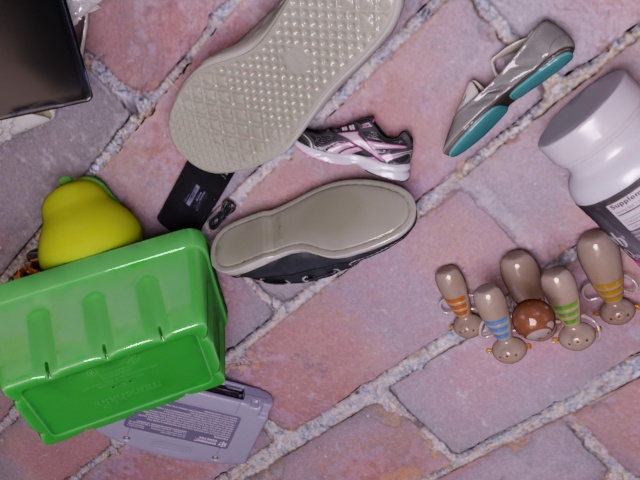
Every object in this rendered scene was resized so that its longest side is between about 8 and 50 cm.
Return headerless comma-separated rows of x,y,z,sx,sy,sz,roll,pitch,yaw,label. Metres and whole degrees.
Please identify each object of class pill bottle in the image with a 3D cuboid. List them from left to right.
0.415,-0.066,0.809,0.278,0.162,0.162,43,120,-5,pill bottle

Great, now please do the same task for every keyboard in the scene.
-0.192,-0.067,1.078,0.108,0.023,0.180,38,121,4,keyboard

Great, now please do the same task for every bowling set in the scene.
0.294,0.115,0.921,0.287,0.200,0.154,-15,111,27,bowling set

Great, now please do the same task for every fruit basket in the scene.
-0.353,0.086,1.070,0.393,0.392,0.282,8,137,14,fruit basket

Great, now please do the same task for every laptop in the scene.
-0.565,-0.342,0.931,0.408,0.236,0.381,2,108,49,laptop

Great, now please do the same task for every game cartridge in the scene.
-0.258,0.330,1.229,0.295,0.060,0.196,18,118,-13,game cartridge

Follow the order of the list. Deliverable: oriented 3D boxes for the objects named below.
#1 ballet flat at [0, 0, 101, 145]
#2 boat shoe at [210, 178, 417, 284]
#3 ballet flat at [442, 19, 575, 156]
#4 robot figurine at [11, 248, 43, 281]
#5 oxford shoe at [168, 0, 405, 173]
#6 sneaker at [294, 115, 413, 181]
-0.453,-0.256,1.011,0.147,0.147,0.409,41,121,-5,ballet flat
0.000,0.004,1.006,0.340,0.127,0.113,-18,148,22,boat shoe
0.233,-0.200,0.864,0.213,0.072,0.068,-42,70,28,ballet flat
-0.458,0.141,1.225,0.291,0.085,0.211,29,119,2,robot figurine
-0.050,-0.234,0.897,0.169,0.130,0.449,46,130,-13,oxford shoe
0.051,-0.146,0.946,0.178,0.072,0.077,14,107,1,sneaker
